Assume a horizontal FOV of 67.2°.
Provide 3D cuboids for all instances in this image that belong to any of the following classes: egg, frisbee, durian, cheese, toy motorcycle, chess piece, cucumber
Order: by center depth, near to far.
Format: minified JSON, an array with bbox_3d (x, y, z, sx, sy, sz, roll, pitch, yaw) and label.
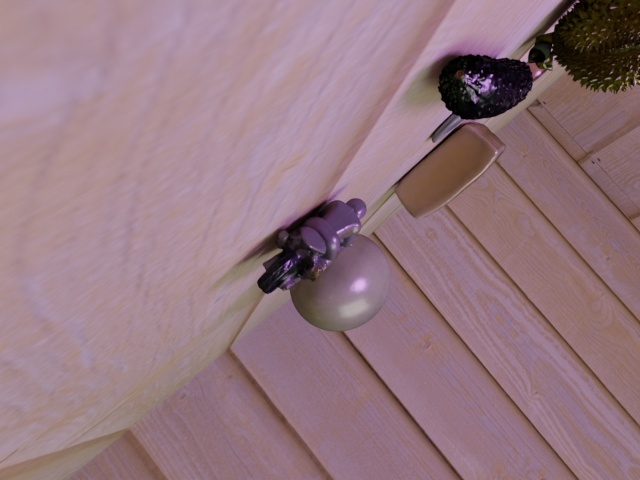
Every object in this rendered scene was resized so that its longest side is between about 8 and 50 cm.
[{"bbox_3d":[0.187,-0.175,0.547,0.072,0.072,0.300,-44,172,34],"label":"cucumber"},{"bbox_3d":[0.000,0.000,0.661,0.152,0.073,0.225,-43,175,17],"label":"toy motorcycle"},{"bbox_3d":[0.422,-0.296,0.684,0.146,0.159,0.198,-50,-178,-19],"label":"durian"},{"bbox_3d":[0.242,-0.215,0.860,0.110,0.014,0.110,-40,176,-4],"label":"frisbee"},{"bbox_3d":[0.039,0.076,0.921,0.186,0.186,0.253,-43,177,27],"label":"egg"},{"bbox_3d":[0.427,-0.340,0.990,0.083,0.038,0.083,-41,176,-3],"label":"chess piece"},{"bbox_3d":[0.328,-0.178,1.202,0.242,0.124,0.265,-47,173,27],"label":"cheese"}]
